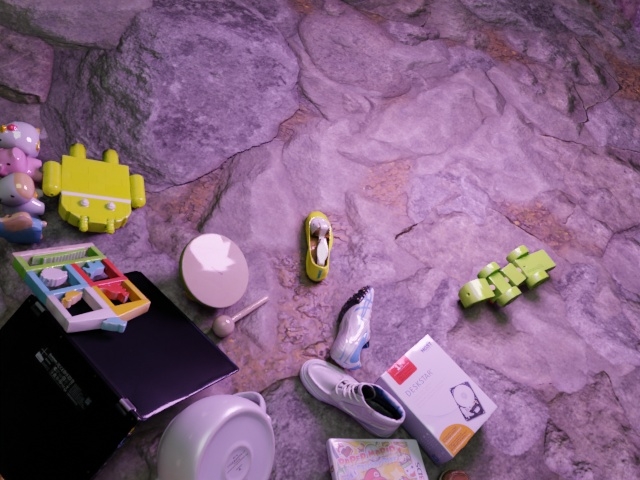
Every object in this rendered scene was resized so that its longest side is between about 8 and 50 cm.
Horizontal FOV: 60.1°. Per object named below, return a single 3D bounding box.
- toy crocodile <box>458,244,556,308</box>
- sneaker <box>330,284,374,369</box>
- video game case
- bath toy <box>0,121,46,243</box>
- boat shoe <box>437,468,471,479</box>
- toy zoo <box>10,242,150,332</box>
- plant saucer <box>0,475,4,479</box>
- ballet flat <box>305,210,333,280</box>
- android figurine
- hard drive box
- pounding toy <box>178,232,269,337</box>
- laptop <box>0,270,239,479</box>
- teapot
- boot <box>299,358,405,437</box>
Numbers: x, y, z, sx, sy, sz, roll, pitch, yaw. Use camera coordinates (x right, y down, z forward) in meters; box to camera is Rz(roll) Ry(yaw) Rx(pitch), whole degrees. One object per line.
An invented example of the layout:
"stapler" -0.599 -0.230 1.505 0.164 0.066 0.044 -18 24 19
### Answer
"toy crocodile" 0.530 0.107 1.548 0.340 0.105 0.115 -22 64 -31
"sneaker" 0.091 0.214 1.376 0.086 0.085 0.237 40 48 -19
"video game case" 0.133 0.518 1.158 0.226 0.026 0.206 9 44 -24
"bath toy" -0.750 -0.160 1.352 0.128 0.151 0.348 2 53 -34
"boat shoe" 0.309 0.624 1.133 0.110 0.104 0.308 5 56 -11
"toy zoo" -0.508 0.105 1.201 0.293 0.030 0.192 37 27 26
"plant saucer" -0.611 0.460 1.062 0.083 0.013 0.084 6 56 -9
"ballet flat" 0.000 0.000 1.487 0.077 0.077 0.231 7 55 -9
"android figurine" -0.574 -0.129 1.412 0.248 0.056 0.273 9 51 -32
"hard drive box" 0.263 0.371 1.301 0.181 0.089 0.232 -34 70 -31
"pounding toy" -0.265 0.106 1.351 0.183 0.110 0.237 -41 103 -44
"laptop" -0.470 0.296 1.168 0.382 0.236 0.408 37 84 24
"teapot" -0.223 0.413 1.091 0.187 0.256 0.253 2 71 38
"boot" 0.074 0.338 1.252 0.258 0.123 0.095 32 55 8
